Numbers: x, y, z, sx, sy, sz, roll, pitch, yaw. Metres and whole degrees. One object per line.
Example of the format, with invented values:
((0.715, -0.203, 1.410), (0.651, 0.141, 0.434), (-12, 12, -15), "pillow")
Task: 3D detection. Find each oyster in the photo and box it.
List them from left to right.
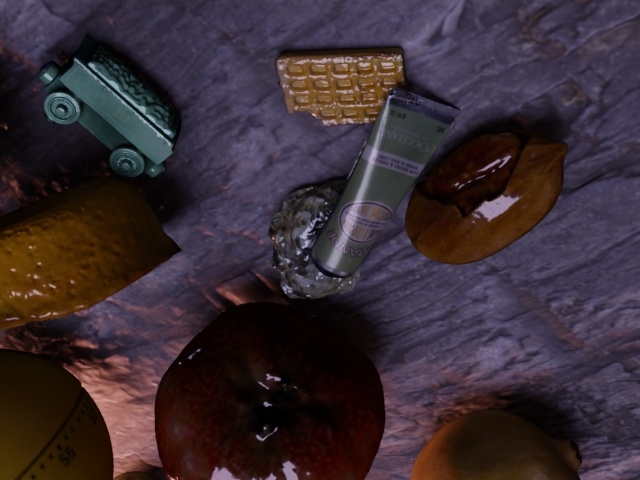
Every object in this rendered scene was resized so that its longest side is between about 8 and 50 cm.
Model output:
((0.000, 0.000, 1.239), (0.125, 0.064, 0.177), (-1, 128, 0), "oyster")

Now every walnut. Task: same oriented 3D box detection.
((0.173, -0.047, 1.111), (0.116, 0.116, 0.207), (39, 131, -22), "walnut")

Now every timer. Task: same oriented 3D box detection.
((-0.489, 0.292, 1.479), (0.376, 0.376, 0.387), (-32, 108, 38), "timer")

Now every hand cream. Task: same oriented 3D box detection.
((0.057, -0.052, 1.136), (0.086, 0.055, 0.235), (14, 120, -30), "hand cream")

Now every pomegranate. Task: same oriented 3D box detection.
((0.234, 0.335, 1.399), (0.233, 0.233, 0.233), (8, 135, 8), "pomegranate")

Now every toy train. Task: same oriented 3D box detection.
((-0.224, -0.141, 1.164), (0.099, 0.070, 0.172), (-35, 118, 27), "toy train")

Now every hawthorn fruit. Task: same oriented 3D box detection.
((-0.069, 0.252, 1.375), (0.284, 0.285, 0.369), (14, 145, 3), "hawthorn fruit")

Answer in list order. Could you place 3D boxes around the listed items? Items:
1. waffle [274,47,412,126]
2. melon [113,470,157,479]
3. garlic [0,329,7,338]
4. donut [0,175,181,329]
((0.025, -0.157, 1.106), (0.135, 0.021, 0.092), (0, 133, 16), "waffle")
((-0.313, 0.429, 1.728), (0.099, 0.099, 0.162), (33, 139, -16), "melon")
((-0.492, 0.034, 1.325), (0.207, 0.207, 0.257), (14, 129, 3), "garlic")
((-0.314, 0.015, 1.208), (0.303, 0.303, 0.110), (-14, 103, 27), "donut")
